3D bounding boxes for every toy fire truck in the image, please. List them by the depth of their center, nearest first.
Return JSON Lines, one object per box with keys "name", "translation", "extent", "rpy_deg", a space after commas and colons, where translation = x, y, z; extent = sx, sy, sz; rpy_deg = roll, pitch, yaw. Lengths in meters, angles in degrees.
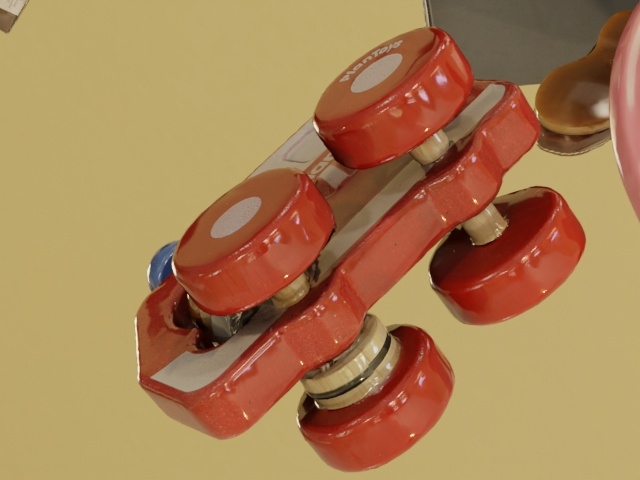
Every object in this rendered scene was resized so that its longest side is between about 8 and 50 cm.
{"name": "toy fire truck", "translation": [0.000, 0.000, 1.161], "extent": [0.302, 0.169, 0.254], "rpy_deg": [-45, -157, -16]}

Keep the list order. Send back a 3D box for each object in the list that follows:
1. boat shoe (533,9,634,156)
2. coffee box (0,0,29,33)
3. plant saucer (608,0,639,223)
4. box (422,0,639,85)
{"name": "boat shoe", "translation": [0.223, -0.110, 1.434], "extent": [0.073, 0.073, 0.207], "rpy_deg": [25, -142, 21]}
{"name": "coffee box", "translation": [-0.394, -0.312, 1.771], "extent": [0.098, 0.246, 0.141], "rpy_deg": [-58, -157, 5]}
{"name": "plant saucer", "translation": [0.368, -0.082, 1.267], "extent": [0.332, 0.332, 0.084], "rpy_deg": [-44, 178, -22]}
{"name": "box", "translation": [0.263, -0.307, 1.627], "extent": [0.343, 0.179, 0.313], "rpy_deg": [-4, -137, 10]}
